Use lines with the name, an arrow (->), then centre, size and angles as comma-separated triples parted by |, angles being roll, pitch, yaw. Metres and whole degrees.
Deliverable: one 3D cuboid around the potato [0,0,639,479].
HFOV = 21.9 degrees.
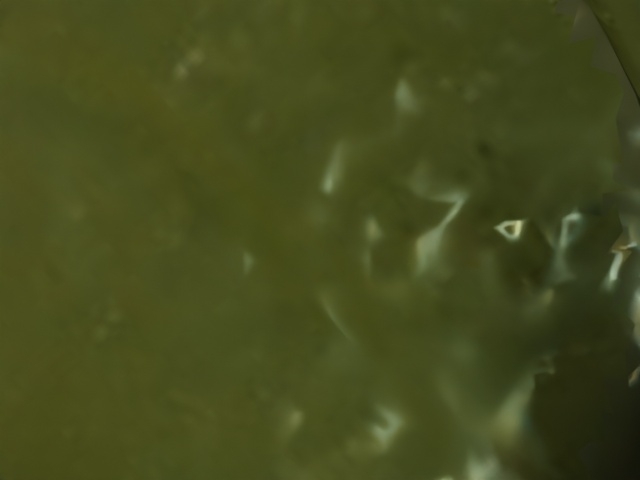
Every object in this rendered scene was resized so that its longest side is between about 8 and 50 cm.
potato -> 0.000, 0.000, 0.496 | 0.330, 0.280, 0.213 | -44, -9, 24
